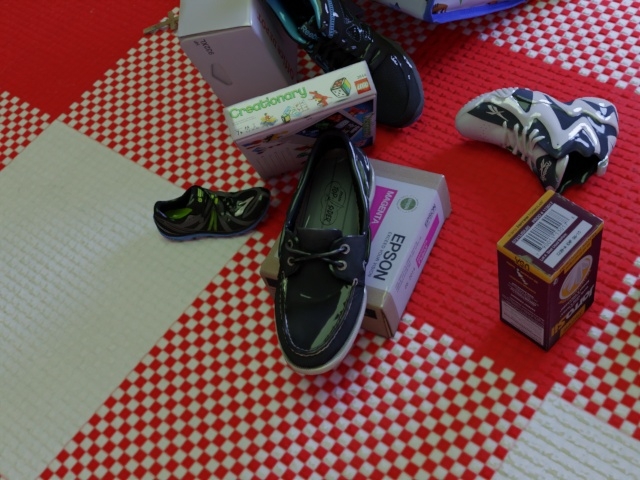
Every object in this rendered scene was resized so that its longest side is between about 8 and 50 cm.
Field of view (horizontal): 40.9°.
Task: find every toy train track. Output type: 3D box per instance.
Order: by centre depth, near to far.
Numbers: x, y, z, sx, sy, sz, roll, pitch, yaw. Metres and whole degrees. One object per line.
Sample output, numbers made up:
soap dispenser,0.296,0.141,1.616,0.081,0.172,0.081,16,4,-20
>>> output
toy train track,-0.299,-0.412,1.646,0.083,0.014,0.048,-18,60,8

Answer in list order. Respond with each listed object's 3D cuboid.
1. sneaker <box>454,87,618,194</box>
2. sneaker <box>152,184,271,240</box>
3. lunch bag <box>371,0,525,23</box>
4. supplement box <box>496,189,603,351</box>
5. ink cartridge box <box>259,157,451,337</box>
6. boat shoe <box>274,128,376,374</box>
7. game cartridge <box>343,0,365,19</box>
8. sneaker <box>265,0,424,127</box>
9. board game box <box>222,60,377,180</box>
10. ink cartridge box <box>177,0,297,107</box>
sneaker,0.308,-0.136,1.243,0.235,0.094,0.153,9,49,8
sneaker,-0.168,-0.048,1.315,0.188,0.078,0.067,-10,54,7
lunch bag,0.193,-0.524,1.437,0.328,0.238,0.386,34,35,32
supplement box,0.283,0.042,1.067,0.104,0.188,0.081,-43,57,-16
ink cartridge box,0.054,-0.002,1.221,0.193,0.088,0.234,14,60,24
boat shoe,0.004,0.000,1.107,0.127,0.113,0.340,6,59,18
game cartridge,0.032,-0.405,1.554,0.083,0.017,0.056,-32,51,-9
sneaker,0.021,-0.299,1.327,0.341,0.125,0.139,48,33,-4
board game box,-0.018,-0.161,1.228,0.193,0.305,0.053,-18,84,1
ink cartridge box,-0.127,-0.409,1.428,0.129,0.223,0.307,-6,67,15
